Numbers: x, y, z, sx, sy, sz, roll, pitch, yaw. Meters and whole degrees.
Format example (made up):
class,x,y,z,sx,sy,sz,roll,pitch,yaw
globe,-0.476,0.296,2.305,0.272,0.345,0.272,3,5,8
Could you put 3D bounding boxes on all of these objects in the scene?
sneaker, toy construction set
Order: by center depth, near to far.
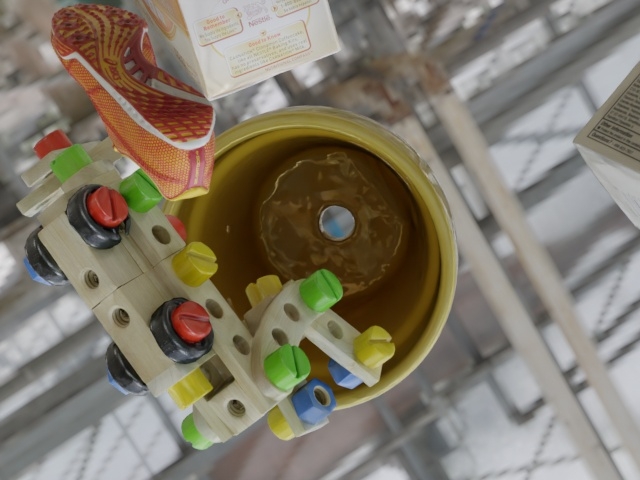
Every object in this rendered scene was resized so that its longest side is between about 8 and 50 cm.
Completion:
class,x,y,z,sx,sy,sz,roll,pitch,yaw
sneaker,-0.119,-0.085,1.082,0.064,0.067,0.175,-12,-137,-24
toy construction set,-0.109,0.024,1.379,0.151,0.328,0.215,-55,168,32

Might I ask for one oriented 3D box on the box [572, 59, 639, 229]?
class,x,y,z,sx,sy,sz,roll,pitch,yaw
box,0.336,-0.103,1.390,0.232,0.127,0.148,-49,-139,-6

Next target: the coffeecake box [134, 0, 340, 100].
class,x,y,z,sx,sy,sz,roll,pitch,yaw
coffeecake box,-0.065,-0.177,0.802,0.068,0.185,0.142,-22,-150,-9

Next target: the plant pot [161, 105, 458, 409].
class,x,y,z,sx,sy,sz,roll,pitch,yaw
plant pot,0.000,0.000,1.596,0.254,0.254,0.239,-28,-174,12
